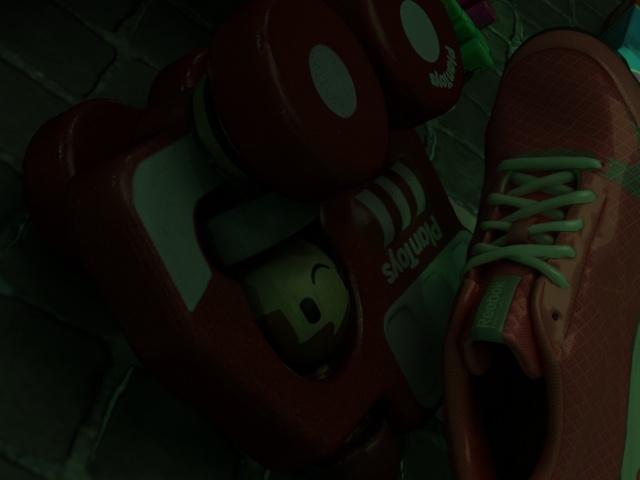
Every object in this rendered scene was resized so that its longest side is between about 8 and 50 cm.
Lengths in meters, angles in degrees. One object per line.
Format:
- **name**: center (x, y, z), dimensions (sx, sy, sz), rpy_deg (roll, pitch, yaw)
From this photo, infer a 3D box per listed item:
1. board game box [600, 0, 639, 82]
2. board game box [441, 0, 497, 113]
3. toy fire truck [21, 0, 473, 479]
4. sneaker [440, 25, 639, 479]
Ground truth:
- **board game box**: center (0.445, -0.133, 1.300), dimensions (0.316, 0.064, 0.242), rpy_deg (40, 34, -4)
- **board game box**: center (0.017, -0.300, 0.885), dimensions (0.390, 0.050, 0.390), rpy_deg (56, 16, -8)
- **toy fire truck**: center (0.000, 0.000, 0.634), dimensions (0.254, 0.169, 0.302), rpy_deg (61, 32, -9)
- **sneaker**: center (0.128, 0.025, 0.630), dimensions (0.136, 0.116, 0.314), rpy_deg (16, 74, -56)
